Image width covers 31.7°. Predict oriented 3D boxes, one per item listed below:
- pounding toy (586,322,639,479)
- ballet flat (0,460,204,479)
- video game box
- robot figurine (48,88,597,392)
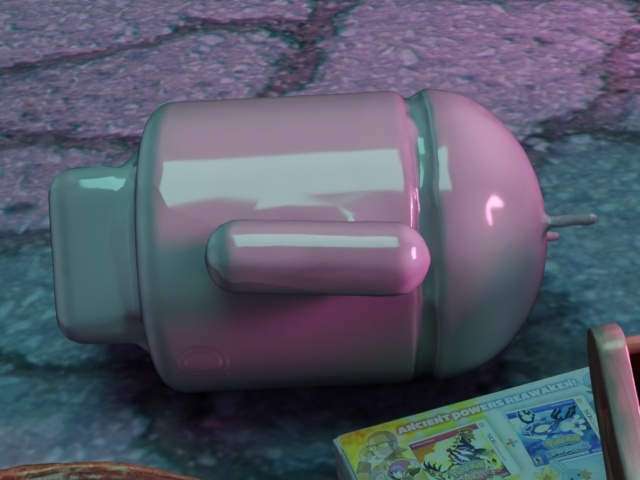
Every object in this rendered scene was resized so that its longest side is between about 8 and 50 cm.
[{"bbox_3d":[0.219,0.115,0.546,0.154,0.154,0.269,-10,34,7],"label":"pounding toy"},{"bbox_3d":[-0.174,0.174,0.618,0.342,0.116,0.124,2,1,-18],"label":"ballet flat"},{"bbox_3d":[0.133,0.168,0.667,0.205,0.048,0.187,-13,41,-13],"label":"video game box"},{"bbox_3d":[0.000,0.000,0.774,0.353,0.200,0.300,-3,8,1],"label":"robot figurine"}]
